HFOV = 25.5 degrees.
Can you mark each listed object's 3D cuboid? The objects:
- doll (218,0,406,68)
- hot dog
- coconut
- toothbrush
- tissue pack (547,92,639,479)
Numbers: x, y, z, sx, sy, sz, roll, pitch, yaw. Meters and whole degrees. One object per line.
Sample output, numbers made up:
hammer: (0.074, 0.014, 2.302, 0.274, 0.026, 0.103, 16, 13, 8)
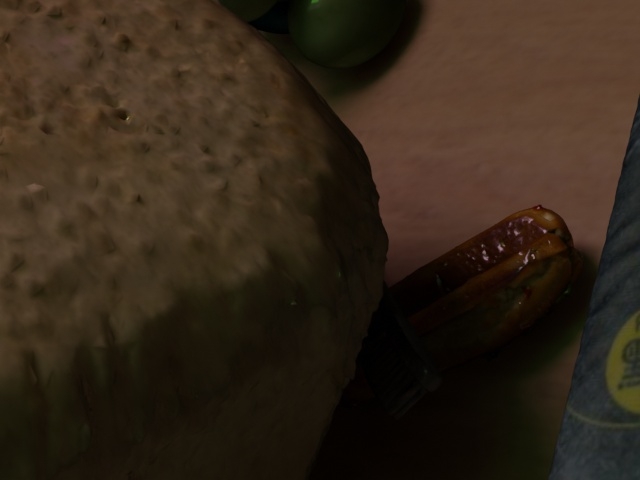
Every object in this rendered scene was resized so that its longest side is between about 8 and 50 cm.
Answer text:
doll: (-0.014, -0.268, 0.856, 0.186, 0.198, 0.322, 7, 74, 62)
hot dog: (0.058, 0.036, 0.654, 0.144, 0.038, 0.062, -34, 31, 27)
coconut: (-0.169, 0.066, 0.617, 0.415, 0.415, 0.344, -36, 70, 20)
toothbrush: (0.002, -0.002, 0.718, 0.031, 0.023, 0.321, -42, 28, 7)
tissue pack: (0.181, 0.040, 0.486, 0.185, 0.081, 0.257, -5, 56, 43)
